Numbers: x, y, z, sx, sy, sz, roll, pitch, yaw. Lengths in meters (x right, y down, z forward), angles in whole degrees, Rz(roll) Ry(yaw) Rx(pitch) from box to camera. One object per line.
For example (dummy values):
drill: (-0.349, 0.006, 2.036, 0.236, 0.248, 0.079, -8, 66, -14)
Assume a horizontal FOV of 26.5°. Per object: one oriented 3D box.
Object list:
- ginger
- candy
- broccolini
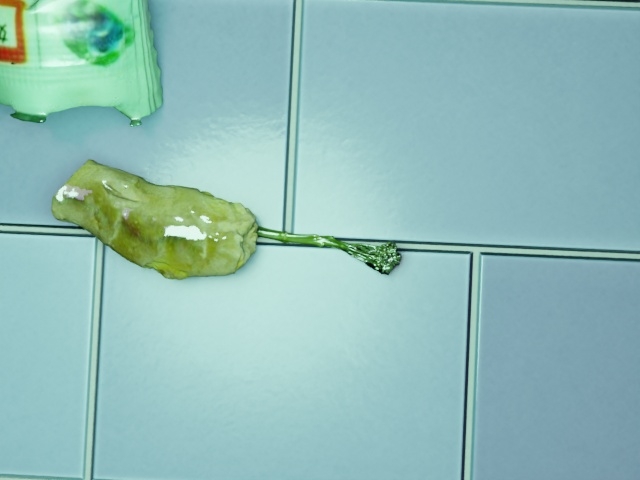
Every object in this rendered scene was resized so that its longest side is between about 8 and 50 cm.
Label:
ginger: (-0.212, -0.021, 1.761, 0.262, 0.109, 0.116, 19, 124, 4)
candy: (-0.410, -0.292, 1.746, 0.397, 0.172, 0.263, 7, 114, 9)
broccolini: (0.000, 0.000, 1.787, 0.218, 0.042, 0.044, 15, 87, 4)
